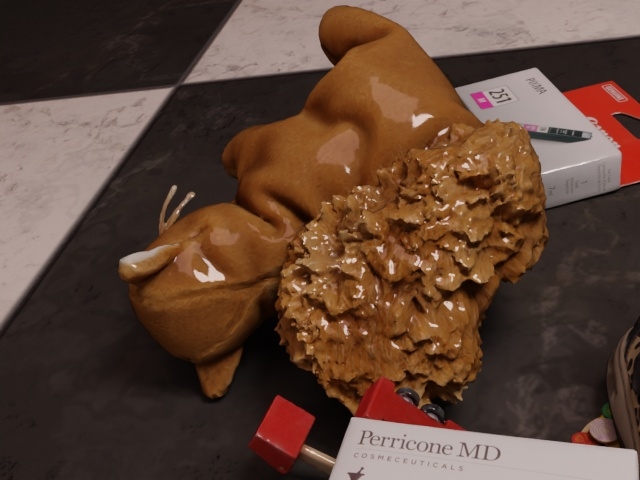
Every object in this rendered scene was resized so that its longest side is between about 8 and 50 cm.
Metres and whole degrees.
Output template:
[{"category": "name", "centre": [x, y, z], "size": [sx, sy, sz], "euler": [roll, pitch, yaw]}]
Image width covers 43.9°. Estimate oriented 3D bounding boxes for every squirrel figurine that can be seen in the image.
[{"category": "squirrel figurine", "centre": [0.000, 0.000, 0.773], "size": [0.371, 0.281, 0.397], "euler": [-32, 36, -14]}]

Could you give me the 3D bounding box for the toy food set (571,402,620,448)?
[{"category": "toy food set", "centre": [0.252, 0.171, 0.653], "size": [0.083, 0.020, 0.083], "euler": [19, 46, 38]}]

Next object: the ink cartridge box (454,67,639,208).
[{"category": "ink cartridge box", "centre": [0.331, -0.154, 1.050], "size": [0.239, 0.060, 0.275], "euler": [-15, 35, 0]}]

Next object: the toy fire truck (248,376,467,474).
[{"category": "toy fire truck", "centre": [0.050, 0.177, 0.645], "size": [0.192, 0.135, 0.047], "euler": [34, 44, -3]}]

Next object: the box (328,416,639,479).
[{"category": "box", "centre": [0.100, 0.220, 0.494], "size": [0.181, 0.181, 0.119], "euler": [1, 38, 21]}]

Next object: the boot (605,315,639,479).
[{"category": "boot", "centre": [0.301, 0.105, 0.485], "size": [0.138, 0.284, 0.377], "euler": [8, 37, 0]}]
